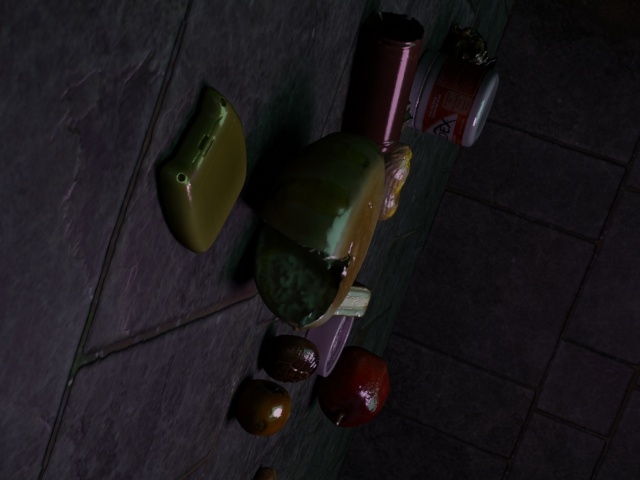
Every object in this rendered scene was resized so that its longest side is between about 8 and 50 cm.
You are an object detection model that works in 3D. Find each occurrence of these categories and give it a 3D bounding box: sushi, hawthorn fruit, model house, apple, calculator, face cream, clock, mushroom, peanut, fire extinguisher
[{"bbox_3d":[0.386,-0.468,2.418,0.212,0.147,0.115,-60,167,-20],"label":"sushi"},{"bbox_3d":[0.083,0.416,2.500,0.249,0.215,0.215,-51,160,-41],"label":"hawthorn fruit"},{"bbox_3d":[0.173,-0.279,2.042,0.058,0.057,0.083,-28,166,-33],"label":"model house"},{"bbox_3d":[-0.108,0.318,1.693,0.114,0.099,0.102,-25,137,-78],"label":"apple"},{"bbox_3d":[-0.130,-0.072,1.078,0.236,0.033,0.157,85,28,-68],"label":"calculator"},{"bbox_3d":[0.323,-0.351,2.229,0.201,0.187,0.201,21,90,-78],"label":"face cream"},{"bbox_3d":[0.019,0.228,2.173,0.197,0.068,0.196,22,90,-78],"label":"clock"},{"bbox_3d":[-0.061,0.229,1.743,0.085,0.109,0.126,-57,148,-29],"label":"mushroom"},{"bbox_3d":[0.157,-0.138,2.114,0.087,0.087,0.206,-51,161,-56],"label":"peanut"},{"bbox_3d":[0.106,-0.261,1.670,0.147,0.107,0.337,-93,-169,-47],"label":"fire extinguisher"}]

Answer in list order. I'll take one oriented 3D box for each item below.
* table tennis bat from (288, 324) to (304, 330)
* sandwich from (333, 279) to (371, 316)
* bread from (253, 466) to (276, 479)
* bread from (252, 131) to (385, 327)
[{"bbox_3d":[0.002,0.033,1.834,0.198,0.050,0.320,81,28,-71],"label":"table tennis bat"},{"bbox_3d":[0.036,0.129,1.964,0.163,0.114,0.079,-24,134,-72],"label":"sandwich"},{"bbox_3d":[-0.137,0.604,2.152,0.082,0.060,0.113,-55,164,-56],"label":"bread"},{"bbox_3d":[-0.008,-0.023,1.399,0.333,0.160,0.332,22,90,-80],"label":"bread"}]
